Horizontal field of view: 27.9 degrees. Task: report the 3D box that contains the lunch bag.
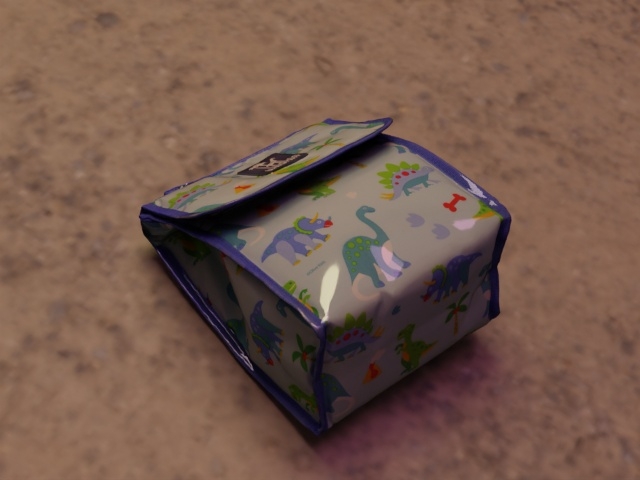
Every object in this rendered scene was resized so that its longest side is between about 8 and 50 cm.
[{"bbox_3d":[0.000,0.000,0.655,0.128,0.096,0.151,-28,48,-28],"label":"lunch bag"}]
